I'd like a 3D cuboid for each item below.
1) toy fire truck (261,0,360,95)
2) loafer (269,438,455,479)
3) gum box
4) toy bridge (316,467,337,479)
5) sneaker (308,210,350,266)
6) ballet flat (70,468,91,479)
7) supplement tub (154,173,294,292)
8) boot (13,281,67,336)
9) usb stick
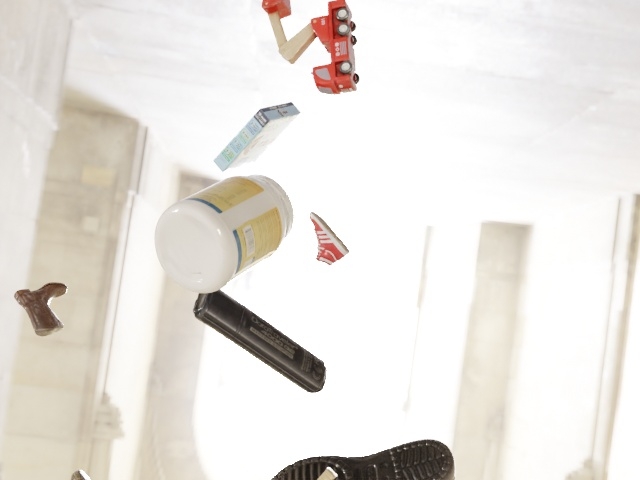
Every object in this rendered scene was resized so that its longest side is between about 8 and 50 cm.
[{"bbox_3d":[-0.016,-0.301,1.517,0.135,0.192,0.047,-8,162,16],"label":"toy fire truck"},{"bbox_3d":[0.072,0.454,1.785,0.365,0.134,0.130,-13,133,18],"label":"loafer"},{"bbox_3d":[-0.148,-0.245,2.401,0.041,0.184,0.157,50,-152,8],"label":"gum box"},{"bbox_3d":[0.053,0.359,1.235,0.188,0.063,0.026,41,180,12],"label":"toy bridge"},{"bbox_3d":[0.000,0.000,2.126,0.118,0.067,0.042,50,-165,1],"label":"sneaker"},{"bbox_3d":[-0.346,0.458,1.581,0.058,0.250,0.084,-22,-146,-13],"label":"ballet flat"},{"bbox_3d":[-0.142,-0.017,1.562,0.144,0.144,0.199,6,-158,30],"label":"supplement tub"},{"bbox_3d":[-0.481,0.126,1.827,0.106,0.037,0.114,-13,-138,-38],"label":"boot"},{"bbox_3d":[-0.101,0.172,1.757,0.278,0.077,0.045,37,127,-22],"label":"usb stick"}]
